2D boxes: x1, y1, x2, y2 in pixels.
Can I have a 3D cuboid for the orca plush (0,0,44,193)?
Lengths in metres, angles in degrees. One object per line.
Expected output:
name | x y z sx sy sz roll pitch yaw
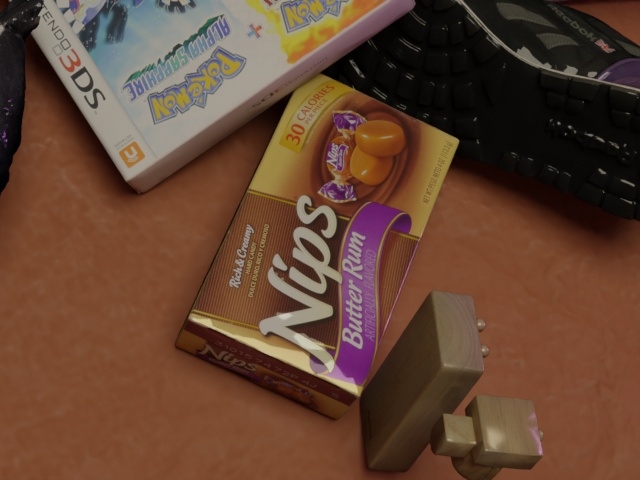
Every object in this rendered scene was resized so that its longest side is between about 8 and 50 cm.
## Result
orca plush | -0.228 -0.002 0.832 0.151 0.102 0.287 -6 47 30

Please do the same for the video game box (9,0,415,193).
video game box | -0.078 -0.161 0.898 0.205 0.048 0.187 -35 81 2

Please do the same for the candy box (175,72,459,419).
candy box | 0.000 0.000 0.893 0.109 0.053 0.186 26 62 -4

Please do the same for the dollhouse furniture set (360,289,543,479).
dollhouse furniture set | 0.101 0.136 0.828 0.123 0.144 0.151 8 51 -18

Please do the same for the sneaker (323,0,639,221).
sneaker | 0.124 -0.112 0.969 0.283 0.107 0.124 28 33 6
